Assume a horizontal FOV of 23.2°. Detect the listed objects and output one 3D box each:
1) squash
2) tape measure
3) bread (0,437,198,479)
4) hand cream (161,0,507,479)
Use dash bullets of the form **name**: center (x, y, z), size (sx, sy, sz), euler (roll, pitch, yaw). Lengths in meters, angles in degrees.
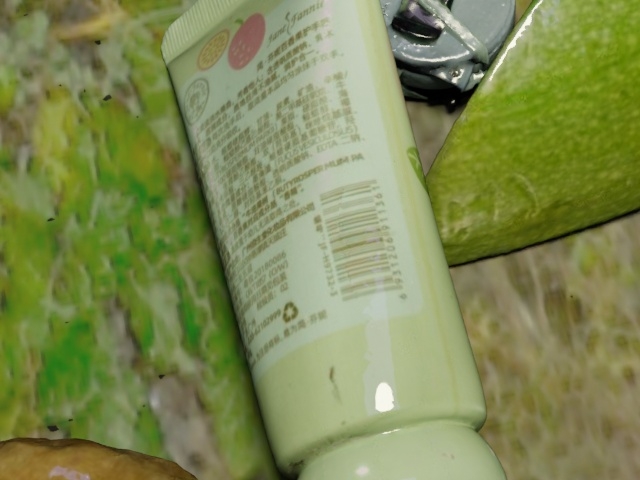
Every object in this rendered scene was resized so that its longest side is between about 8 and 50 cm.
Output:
- **squash**: center (0.148, -0.128, 0.761), size (0.288, 0.111, 0.203), euler (-17, 65, -6)
- **tape measure**: center (0.050, -0.114, 0.781), size (0.094, 0.054, 0.091), euler (8, 71, 6)
- **bread**: center (-0.113, 0.188, 0.604), size (0.230, 0.123, 0.230), euler (-2, 61, 3)
- **hand cream**: center (0.000, 0.000, 0.700), size (0.093, 0.147, 0.306), euler (5, 61, -44)
